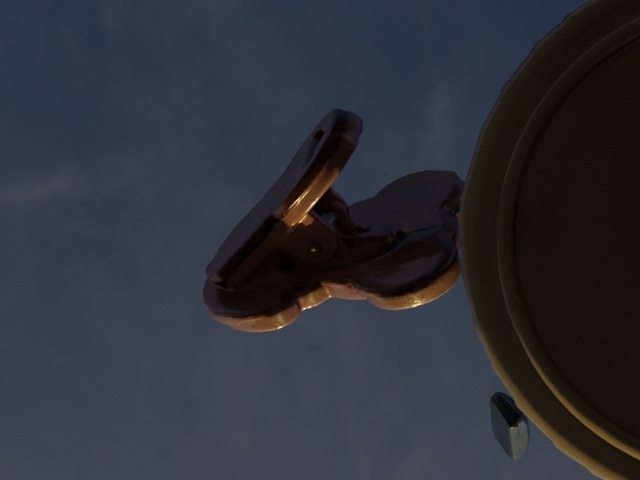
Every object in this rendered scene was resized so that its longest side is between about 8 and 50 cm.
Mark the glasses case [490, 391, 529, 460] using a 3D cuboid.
[{"bbox_3d":[0.148,0.141,0.972,0.023,0.083,0.033,-27,-120,-6],"label":"glasses case"}]

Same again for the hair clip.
[{"bbox_3d":[0.008,0.007,0.694,0.102,0.123,0.138,36,-65,-10],"label":"hair clip"}]

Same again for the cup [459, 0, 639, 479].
[{"bbox_3d":[0.165,0.019,0.558,0.208,0.273,0.288,28,-80,11],"label":"cup"}]
